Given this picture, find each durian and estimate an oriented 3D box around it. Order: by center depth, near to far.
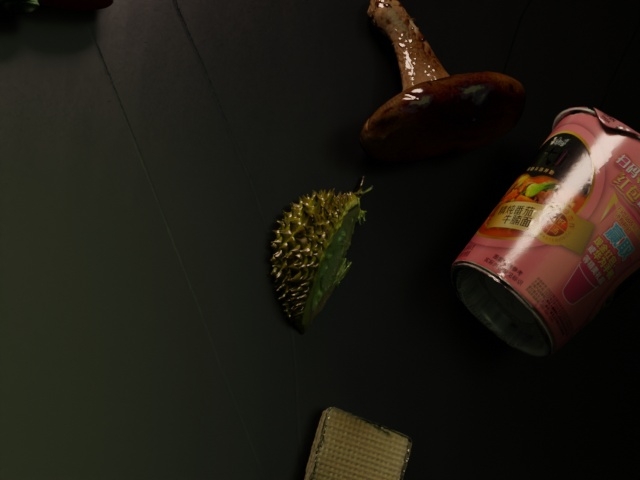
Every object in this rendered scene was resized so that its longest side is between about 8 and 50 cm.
[{"bbox_3d":[0.000,0.000,1.659,0.100,0.086,0.215,43,66,-49],"label":"durian"}]

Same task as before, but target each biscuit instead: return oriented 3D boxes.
[{"bbox_3d":[0.031,0.306,1.624,0.121,0.040,0.199,23,71,-17],"label":"biscuit"}]

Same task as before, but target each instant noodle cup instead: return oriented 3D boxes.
[{"bbox_3d":[0.302,0.003,1.712,0.255,0.244,0.244,-45,100,-17],"label":"instant noodle cup"}]

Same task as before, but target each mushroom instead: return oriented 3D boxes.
[{"bbox_3d":[0.133,-0.215,1.729,0.227,0.148,0.218,-7,68,-30],"label":"mushroom"}]

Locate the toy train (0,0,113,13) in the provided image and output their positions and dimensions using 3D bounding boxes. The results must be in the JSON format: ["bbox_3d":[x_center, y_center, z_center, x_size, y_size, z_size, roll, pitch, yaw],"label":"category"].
[{"bbox_3d":[-0.303,-0.389,1.564,0.177,0.116,0.286,5,78,-36],"label":"toy train"}]
